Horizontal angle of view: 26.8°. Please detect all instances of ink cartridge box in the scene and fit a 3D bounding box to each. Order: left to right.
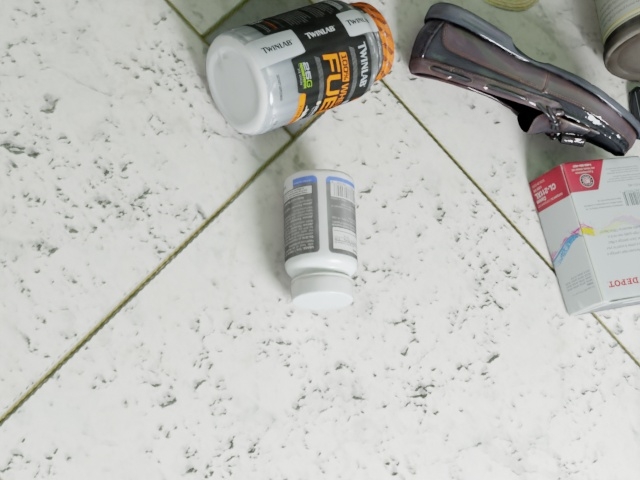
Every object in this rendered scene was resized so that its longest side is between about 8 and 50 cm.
[{"bbox_3d":[0.341,-0.005,1.615,0.127,0.072,0.175,-6,75,-31],"label":"ink cartridge box"}]

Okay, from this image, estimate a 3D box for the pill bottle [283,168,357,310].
[{"bbox_3d":[0.000,0.000,1.426,0.078,0.078,0.137,8,69,-26],"label":"pill bottle"}]

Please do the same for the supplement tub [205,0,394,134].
[{"bbox_3d":[-0.019,-0.194,1.463,0.190,0.117,0.117,-24,84,-32],"label":"supplement tub"}]

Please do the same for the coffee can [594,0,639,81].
[{"bbox_3d":[0.443,-0.370,1.727,0.202,0.201,0.275,2,71,-28],"label":"coffee can"}]

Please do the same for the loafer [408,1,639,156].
[{"bbox_3d":[0.242,-0.171,1.619,0.303,0.109,0.095,30,80,-9],"label":"loafer"}]

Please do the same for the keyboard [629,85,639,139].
[{"bbox_3d":[0.486,-0.139,1.775,0.180,0.023,0.108,8,62,-25],"label":"keyboard"}]

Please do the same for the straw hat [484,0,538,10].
[{"bbox_3d":[0.244,-0.364,1.701,0.145,0.061,0.144,10,67,-25],"label":"straw hat"}]
